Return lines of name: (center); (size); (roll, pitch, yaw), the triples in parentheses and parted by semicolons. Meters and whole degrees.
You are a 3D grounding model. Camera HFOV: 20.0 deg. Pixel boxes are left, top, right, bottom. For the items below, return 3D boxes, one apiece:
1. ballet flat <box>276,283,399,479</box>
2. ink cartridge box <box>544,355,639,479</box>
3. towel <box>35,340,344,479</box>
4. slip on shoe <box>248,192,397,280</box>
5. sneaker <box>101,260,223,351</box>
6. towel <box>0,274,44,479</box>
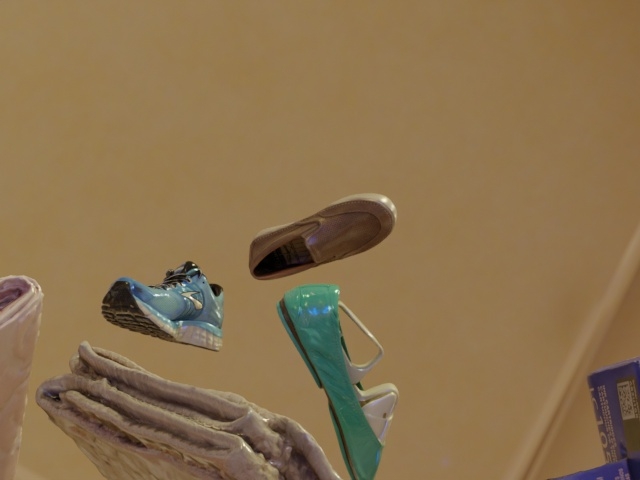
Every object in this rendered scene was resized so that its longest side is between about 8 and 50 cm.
ballet flat: (0.036, 0.155, 1.962); (0.083, 0.087, 0.247); (-86, 155, -71)
ink cartridge box: (0.395, 0.208, 1.524); (0.396, 0.270, 0.151); (-10, -7, -11)
towel: (-0.002, 0.158, 0.839); (0.187, 0.049, 0.282); (13, -33, 53)
slip on shoe: (0.000, 0.000, 1.508); (0.135, 0.041, 0.051); (-14, -63, 22)
sneaker: (-0.137, 0.050, 1.603); (0.063, 0.073, 0.162); (10, -7, 27)
towel: (-0.372, 0.199, 1.477); (0.053, 0.317, 0.332); (45, -38, 21)
